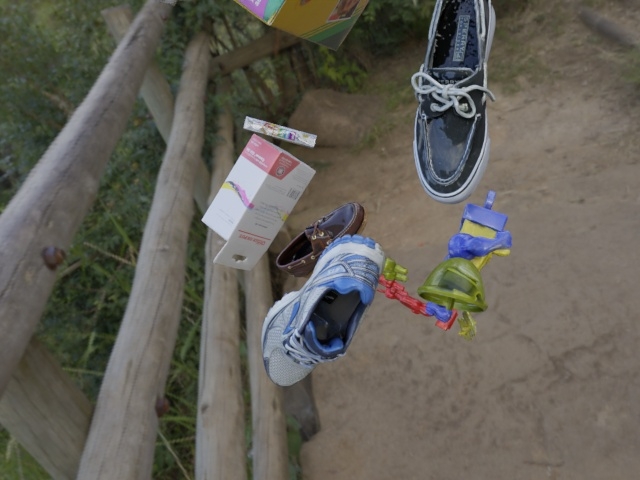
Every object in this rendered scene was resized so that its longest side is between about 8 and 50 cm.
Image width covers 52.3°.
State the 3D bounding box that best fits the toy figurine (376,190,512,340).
[{"bbox_3d":[0.197,0.003,0.985,0.191,0.362,0.217,28,83,15],"label":"toy figurine"}]

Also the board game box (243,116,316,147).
[{"bbox_3d":[-0.086,-0.234,1.420,0.154,0.026,0.103,15,6,-3],"label":"board game box"}]

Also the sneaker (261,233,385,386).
[{"bbox_3d":[-0.005,0.058,0.435,0.135,0.052,0.058,-59,14,32],"label":"sneaker"}]

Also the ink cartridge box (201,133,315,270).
[{"bbox_3d":[-0.106,-0.054,1.028,0.067,0.115,0.198,36,98,28],"label":"ink cartridge box"}]

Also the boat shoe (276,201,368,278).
[{"bbox_3d":[0.000,0.000,1.192,0.207,0.073,0.073,-45,39,30],"label":"boat shoe"}]

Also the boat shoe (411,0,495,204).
[{"bbox_3d":[0.184,-0.206,0.895,0.113,0.307,0.105,12,1,23],"label":"boat shoe"}]

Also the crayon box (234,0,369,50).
[{"bbox_3d":[0.044,-0.486,0.997,0.363,0.106,0.313,-55,-9,19],"label":"crayon box"}]

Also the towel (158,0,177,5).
[{"bbox_3d":[-0.179,-0.280,0.422,0.187,0.282,0.049,-34,37,53],"label":"towel"}]
